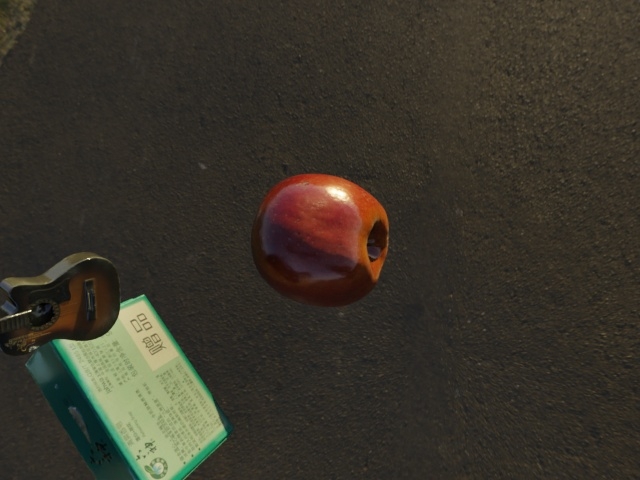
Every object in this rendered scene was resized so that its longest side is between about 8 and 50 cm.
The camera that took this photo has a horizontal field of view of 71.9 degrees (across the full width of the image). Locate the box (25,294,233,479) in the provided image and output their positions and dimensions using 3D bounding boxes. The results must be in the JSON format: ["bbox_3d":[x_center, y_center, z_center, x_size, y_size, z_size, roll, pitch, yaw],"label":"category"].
[{"bbox_3d":[-0.255,0.216,0.604,0.092,0.153,0.245,-38,83,30],"label":"box"}]

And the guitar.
[{"bbox_3d":[-0.284,0.073,0.377,0.025,0.233,0.088,17,111,33],"label":"guitar"}]

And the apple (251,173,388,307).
[{"bbox_3d":[0.000,0.000,0.724,0.201,0.218,0.219,8,79,26],"label":"apple"}]
